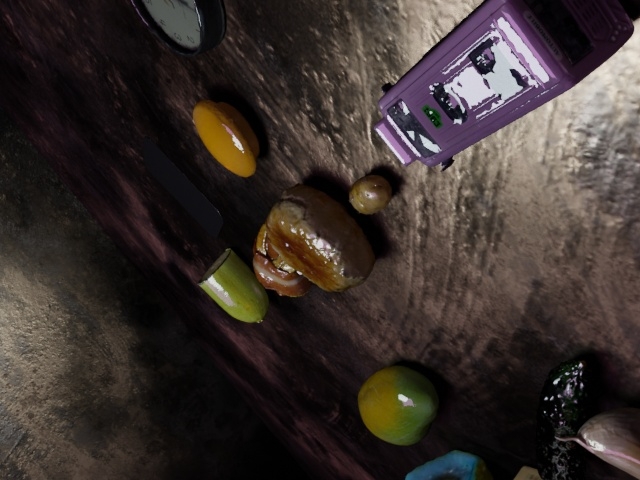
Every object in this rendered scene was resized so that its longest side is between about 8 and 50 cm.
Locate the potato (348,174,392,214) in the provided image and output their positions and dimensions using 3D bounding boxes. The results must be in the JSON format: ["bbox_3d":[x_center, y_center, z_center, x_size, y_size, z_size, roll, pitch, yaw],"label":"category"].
[{"bbox_3d":[0.066,-0.062,0.755,0.051,0.040,0.083,41,159,-9],"label":"potato"}]

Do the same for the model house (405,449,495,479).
[{"bbox_3d":[0.266,0.587,1.126,0.215,0.303,0.237,-14,106,55],"label":"model house"}]

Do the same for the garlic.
[{"bbox_3d":[0.367,0.232,0.662,0.152,0.084,0.066,27,127,34],"label":"garlic"}]

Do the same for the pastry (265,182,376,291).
[{"bbox_3d":[0.000,0.000,0.893,0.182,0.093,0.192,46,160,0],"label":"pastry"}]

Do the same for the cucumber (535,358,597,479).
[{"bbox_3d":[0.327,0.245,0.767,0.072,0.072,0.300,26,147,39],"label":"cucumber"}]

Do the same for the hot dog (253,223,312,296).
[{"bbox_3d":[-0.077,0.047,1.090,0.123,0.093,0.261,33,152,27],"label":"hot dog"}]

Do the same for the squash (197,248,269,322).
[{"bbox_3d":[-0.196,0.122,1.380,0.186,0.123,0.123,47,156,-9],"label":"squash"}]

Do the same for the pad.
[{"bbox_3d":[-0.330,-0.120,1.360,0.267,0.004,0.181,47,156,1],"label":"pad"}]

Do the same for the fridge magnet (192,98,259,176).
[{"bbox_3d":[-0.150,-0.166,0.923,0.143,0.063,0.143,39,155,22],"label":"fridge magnet"}]

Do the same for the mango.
[{"bbox_3d":[0.150,0.321,1.114,0.156,0.114,0.251,47,158,18],"label":"mango"}]

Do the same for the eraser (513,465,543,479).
[{"bbox_3d":[0.449,0.450,0.866,0.144,0.078,0.343,52,155,-11],"label":"eraser"}]

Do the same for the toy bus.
[{"bbox_3d":[0.130,-0.132,0.458,0.096,0.108,0.199,50,156,-6],"label":"toy bus"}]

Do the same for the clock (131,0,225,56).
[{"bbox_3d":[-0.206,-0.338,0.777,0.184,0.040,0.184,37,154,22],"label":"clock"}]
